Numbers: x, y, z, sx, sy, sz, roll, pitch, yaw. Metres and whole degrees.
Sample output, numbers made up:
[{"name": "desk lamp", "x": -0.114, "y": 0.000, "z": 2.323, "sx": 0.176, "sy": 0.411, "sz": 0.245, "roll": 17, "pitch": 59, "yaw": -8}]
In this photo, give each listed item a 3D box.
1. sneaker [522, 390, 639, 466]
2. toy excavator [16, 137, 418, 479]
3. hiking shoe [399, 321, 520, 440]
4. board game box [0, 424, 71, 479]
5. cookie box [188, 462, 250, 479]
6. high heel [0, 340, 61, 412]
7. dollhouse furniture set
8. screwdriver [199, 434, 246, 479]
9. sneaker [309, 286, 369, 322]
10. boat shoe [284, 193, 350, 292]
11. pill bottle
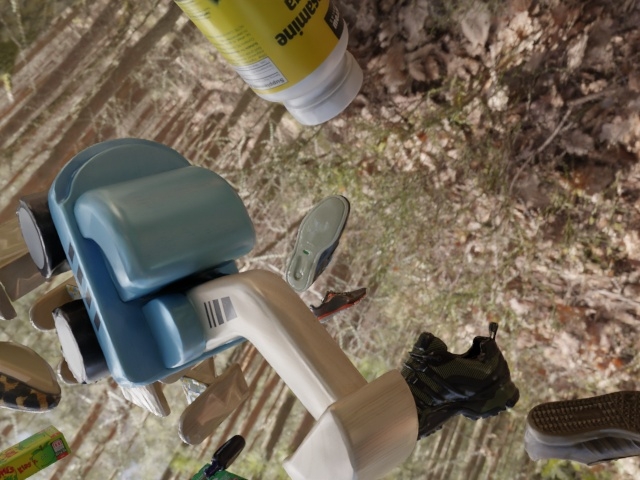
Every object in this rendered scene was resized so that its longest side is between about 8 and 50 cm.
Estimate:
[{"name": "sneaker", "x": 0.324, "y": 0.217, "z": 0.697, "sx": 0.188, "sy": 0.066, "sz": 0.071, "roll": 0, "pitch": 128, "yaw": 4}, {"name": "toy excavator", "x": -0.134, "y": 0.058, "z": 0.669, "sx": 0.445, "sy": 0.222, "sz": 0.433, "roll": -28, "pitch": 84, "yaw": 55}, {"name": "hiking shoe", "x": 0.118, "y": 0.170, "z": 0.739, "sx": 0.086, "sy": 0.226, "sz": 0.114, "roll": 144, "pitch": 112, "yaw": -79}, {"name": "board game box", "x": -0.533, "y": 0.389, "z": 1.058, "sx": 0.092, "sy": 0.181, "sz": 0.043, "roll": -9, "pitch": 104, "yaw": 55}, {"name": "cookie box", "x": -0.103, "y": 0.326, "z": 0.740, "sx": 0.107, "sy": 0.040, "sz": 0.092, "roll": -2, "pitch": 114, "yaw": 44}, {"name": "high heel", "x": -0.348, "y": 0.184, "z": 0.581, "sx": 0.261, "sy": 0.186, "sz": 0.093, "roll": 9, "pitch": 172, "yaw": 29}, {"name": "dollhouse furniture set", "x": -0.371, "y": 0.144, "z": 0.990, "sx": 0.362, "sy": 0.256, "sz": 0.394, "roll": 10, "pitch": 126, "yaw": 37}, {"name": "screwdriver", "x": -0.136, "y": 0.266, "z": 0.679, "sx": 0.025, "sy": 0.170, "sz": 0.024, "roll": 20, "pitch": 115, "yaw": 25}, {"name": "sneaker", "x": 0.044, "y": 0.145, "z": 1.509, "sx": 0.065, "sy": 0.157, "sz": 0.061, "roll": 62, "pitch": 170, "yaw": 5}, {"name": "boat shoe", "x": 0.000, "y": 0.000, "z": 1.272, "sx": 0.084, "sy": 0.079, "sz": 0.233, "roll": 37, "pitch": 119, "yaw": 19}, {"name": "pill bottle", "x": -0.076, "y": -0.342, "z": 0.959, "sx": 0.187, "sy": 0.188, "sz": 0.334, "roll": -1, "pitch": 147, "yaw": 40}]
